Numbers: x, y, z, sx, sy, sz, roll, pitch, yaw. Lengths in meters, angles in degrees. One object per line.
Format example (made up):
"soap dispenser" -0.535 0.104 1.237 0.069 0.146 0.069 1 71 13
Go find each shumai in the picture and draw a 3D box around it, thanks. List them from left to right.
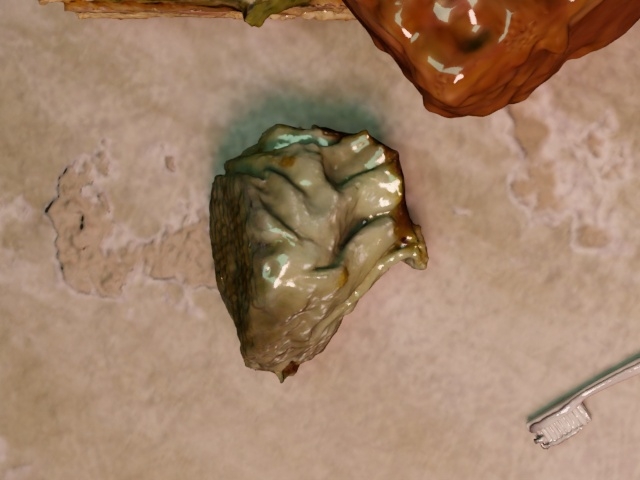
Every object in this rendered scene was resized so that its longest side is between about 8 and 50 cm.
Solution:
"shumai" 0.000 0.005 1.330 0.142 0.184 0.184 -8 89 -11

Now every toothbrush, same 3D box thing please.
"toothbrush" 0.267 0.065 1.278 0.288 0.021 0.024 -33 92 16

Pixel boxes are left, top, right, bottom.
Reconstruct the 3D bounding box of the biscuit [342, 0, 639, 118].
"biscuit" 0.100 -0.296 1.172 0.343 0.166 0.395 -37 70 2

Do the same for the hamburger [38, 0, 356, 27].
"hamburger" -0.075 -0.217 1.329 0.262 0.124 0.131 3 89 17
